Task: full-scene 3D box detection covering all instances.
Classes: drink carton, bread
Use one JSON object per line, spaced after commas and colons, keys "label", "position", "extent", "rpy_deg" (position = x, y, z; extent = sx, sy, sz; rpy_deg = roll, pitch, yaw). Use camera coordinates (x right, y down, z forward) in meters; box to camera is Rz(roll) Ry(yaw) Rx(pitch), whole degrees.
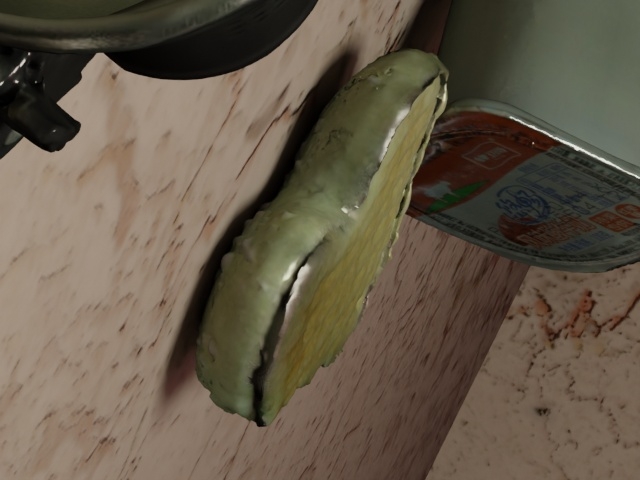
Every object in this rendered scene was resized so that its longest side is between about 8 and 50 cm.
{"label": "drink carton", "position": [0.145, -0.099, 1.194], "extent": [0.185, 0.191, 0.189], "rpy_deg": [-35, -144, 59]}
{"label": "bread", "position": [0.000, 0.000, 1.060], "extent": [0.232, 0.064, 0.172], "rpy_deg": [-60, 166, -19]}

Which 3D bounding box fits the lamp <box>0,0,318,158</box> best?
{"label": "lamp", "position": [-0.052, -0.096, 0.510], "extent": [0.172, 0.147, 0.227], "rpy_deg": [-51, 175, -3]}
